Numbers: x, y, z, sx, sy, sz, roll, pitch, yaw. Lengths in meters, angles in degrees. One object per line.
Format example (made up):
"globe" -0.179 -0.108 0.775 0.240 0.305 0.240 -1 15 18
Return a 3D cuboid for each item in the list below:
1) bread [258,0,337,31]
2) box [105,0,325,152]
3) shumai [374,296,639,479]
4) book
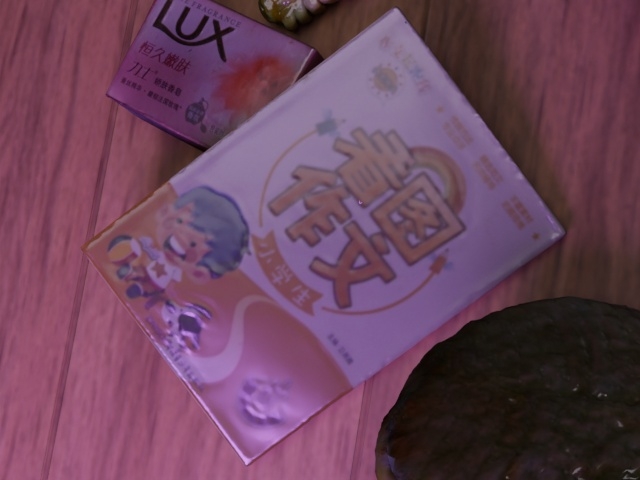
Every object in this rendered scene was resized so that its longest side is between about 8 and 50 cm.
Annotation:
"bread" -0.008 -0.200 0.997 0.088 0.034 0.049 -36 86 12
"box" -0.078 -0.123 0.990 0.156 0.060 0.111 27 86 19
"shumai" 0.150 0.175 0.838 0.272 0.203 0.222 -14 44 -12
"book" 0.000 0.000 0.929 0.295 0.020 0.208 -37 90 6
